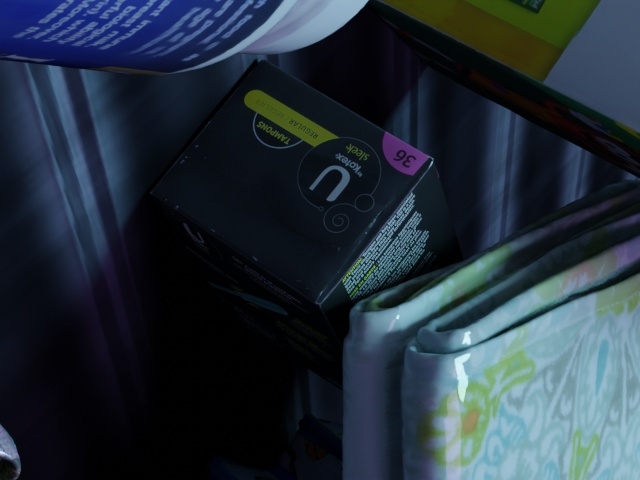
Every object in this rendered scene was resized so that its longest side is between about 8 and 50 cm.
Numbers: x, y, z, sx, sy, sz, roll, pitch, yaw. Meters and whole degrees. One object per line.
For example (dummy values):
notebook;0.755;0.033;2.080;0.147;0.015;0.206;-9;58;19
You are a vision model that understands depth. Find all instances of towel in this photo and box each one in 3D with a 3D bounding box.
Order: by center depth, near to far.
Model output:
towel;0.124;0.174;0.868;0.320;0.090;0.375;-21;113;-50

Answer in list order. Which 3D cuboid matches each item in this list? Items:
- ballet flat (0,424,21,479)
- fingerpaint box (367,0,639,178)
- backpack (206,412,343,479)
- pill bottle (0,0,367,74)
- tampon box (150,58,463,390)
ballet flat;-0.213;0.124;0.612;0.221;0.079;0.077;-30;144;-47
fingerpaint box;0.302;-0.230;0.841;0.445;0.371;0.163;-60;156;0
backpack;0.018;0.245;1.002;0.263;0.276;0.213;24;89;-58
pill bottle;-0.082;-0.132;0.476;0.264;0.153;0.153;-3;121;-61
tampon box;0.000;0.000;0.828;0.101;0.120;0.161;-51;155;-14
